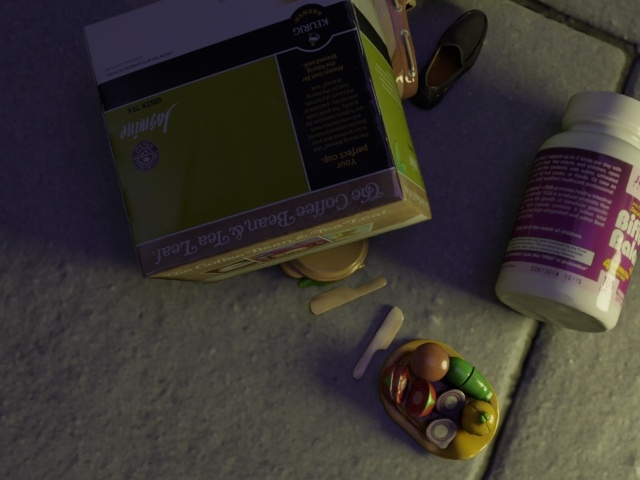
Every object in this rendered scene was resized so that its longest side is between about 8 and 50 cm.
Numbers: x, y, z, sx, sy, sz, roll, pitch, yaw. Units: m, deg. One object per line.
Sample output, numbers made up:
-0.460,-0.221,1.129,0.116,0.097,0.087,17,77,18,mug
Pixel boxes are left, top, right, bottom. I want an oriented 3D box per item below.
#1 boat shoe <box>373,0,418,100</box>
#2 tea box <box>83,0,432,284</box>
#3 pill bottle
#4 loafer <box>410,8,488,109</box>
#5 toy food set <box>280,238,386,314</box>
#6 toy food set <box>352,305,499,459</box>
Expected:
0.073,-0.341,1.511,0.116,0.123,0.325,-4,87,-16,boat shoe
-0.071,-0.141,1.342,0.328,0.220,0.324,-15,81,13,tea box
0.356,-0.041,1.466,0.169,0.169,0.302,20,78,-5,pill bottle
0.190,-0.262,1.534,0.062,0.061,0.170,32,76,-1,loafer
0.000,0.000,1.477,0.132,0.038,0.192,-19,78,-19,toy food set
0.151,0.197,1.443,0.218,0.071,0.128,41,77,0,toy food set
